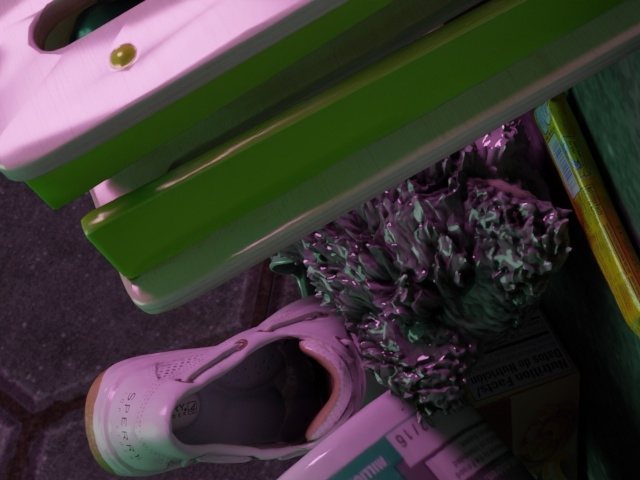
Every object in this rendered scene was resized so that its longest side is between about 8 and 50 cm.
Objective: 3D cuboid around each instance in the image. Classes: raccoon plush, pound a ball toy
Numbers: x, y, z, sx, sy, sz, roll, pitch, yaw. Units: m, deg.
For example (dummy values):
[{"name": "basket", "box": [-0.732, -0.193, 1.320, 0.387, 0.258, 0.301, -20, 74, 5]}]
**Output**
[{"name": "raccoon plush", "box": [-0.062, -0.044, 0.909, 0.299, 0.447, 0.216, -110, 26, -44]}, {"name": "pound a ball toy", "box": [0.003, -0.136, 0.591, 0.208, 0.319, 0.135, 53, -171, -52]}]

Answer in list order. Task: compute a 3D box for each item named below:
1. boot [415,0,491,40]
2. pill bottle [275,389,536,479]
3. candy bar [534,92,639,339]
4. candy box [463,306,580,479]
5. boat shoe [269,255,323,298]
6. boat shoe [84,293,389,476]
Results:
[{"name": "boot", "box": [0.048, -0.226, 0.771, 0.220, 0.109, 0.283, -114, -1, -60]}, {"name": "pill bottle", "box": [0.115, 0.279, 0.944, 0.361, 0.204, 0.204, 49, 168, 14]}, {"name": "candy bar", "box": [0.155, -0.012, 0.824, 0.040, 0.018, 0.161, 108, 142, -75]}, {"name": "candy box", "box": [0.099, 0.056, 1.180, 0.183, 0.088, 0.316, 80, 167, -47]}, {"name": "boat shoe", "box": [0.000, 0.000, 1.121, 0.095, 0.084, 0.258, 111, 143, -70]}, {"name": "boat shoe", "box": [-0.013, 0.095, 0.964, 0.096, 0.277, 0.098, -4, 99, 48]}]
